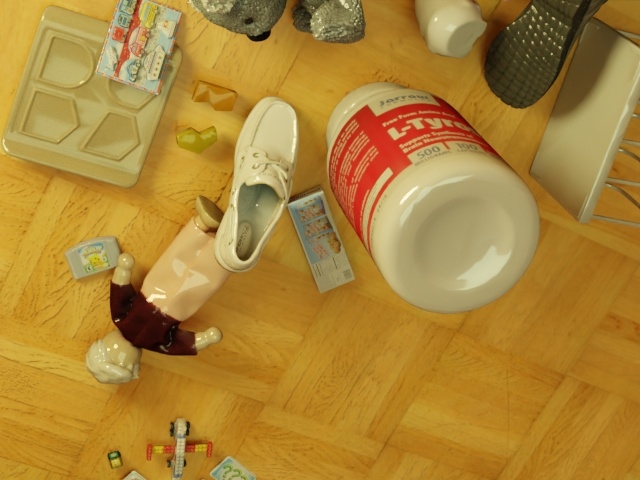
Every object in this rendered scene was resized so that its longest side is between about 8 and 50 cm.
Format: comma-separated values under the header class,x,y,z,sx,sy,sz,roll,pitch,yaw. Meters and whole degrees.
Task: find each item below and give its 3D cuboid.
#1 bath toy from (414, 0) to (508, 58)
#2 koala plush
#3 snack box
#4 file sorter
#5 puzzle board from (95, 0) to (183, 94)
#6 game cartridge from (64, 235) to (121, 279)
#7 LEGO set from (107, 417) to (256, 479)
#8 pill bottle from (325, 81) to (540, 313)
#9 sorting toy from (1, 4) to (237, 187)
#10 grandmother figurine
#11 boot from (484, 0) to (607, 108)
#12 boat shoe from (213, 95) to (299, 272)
class,x,y,z,sx,sy,sz,roll,pitch,yaw
bath toy,0.263,-0.425,1.844,0.348,0.129,0.151,-49,150,15
koala plush,-0.075,-0.361,1.759,0.221,0.196,0.203,-15,107,-7
snack box,0.000,0.000,2.041,0.064,0.022,0.178,-22,119,-3
file sorter,0.486,-0.180,1.986,0.173,0.193,0.277,8,113,-21
puzzle board,-0.259,-0.285,1.808,0.096,0.011,0.128,18,87,-21
game cartridge,-0.354,0.024,1.964,0.083,0.017,0.056,-19,115,-5
LEGO set,-0.247,0.413,2.164,0.182,0.060,0.244,-43,118,4
pill bottle,0.140,-0.083,1.816,0.229,0.407,0.229,-6,117,-13
sorting toy,-0.293,-0.197,1.860,0.307,0.041,0.229,16,106,-21
grandmother figurine,-0.246,0.102,1.991,0.208,0.104,0.342,43,104,-3
boot,0.391,-0.353,1.903,0.223,0.118,0.338,-36,166,-34
boat shoe,-0.083,-0.086,1.882,0.098,0.096,0.277,15,83,-16
